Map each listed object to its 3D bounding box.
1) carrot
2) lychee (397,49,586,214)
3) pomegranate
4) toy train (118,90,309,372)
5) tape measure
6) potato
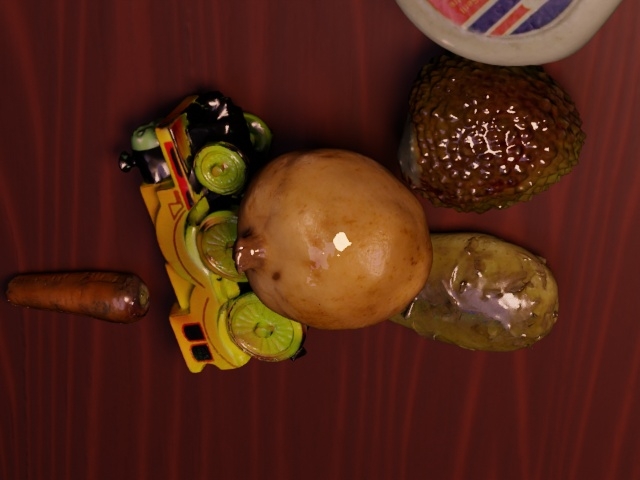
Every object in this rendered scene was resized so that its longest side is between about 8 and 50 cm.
[{"bbox_3d":[-0.258,0.057,1.846,0.161,0.055,0.055,5,119,23],"label":"carrot"},{"bbox_3d":[0.156,-0.099,1.568,0.171,0.171,0.171,8,119,14],"label":"lychee"},{"bbox_3d":[0.000,0.000,1.584,0.196,0.196,0.196,8,119,14],"label":"pomegranate"},{"bbox_3d":[-0.101,-0.005,1.730,0.160,0.100,0.296,-7,115,23],"label":"toy train"},{"bbox_3d":[0.160,-0.275,1.486,0.246,0.125,0.243,45,123,-6],"label":"tape measure"},{"bbox_3d":[0.125,0.045,1.688,0.225,0.090,0.117,14,105,15],"label":"potato"}]
